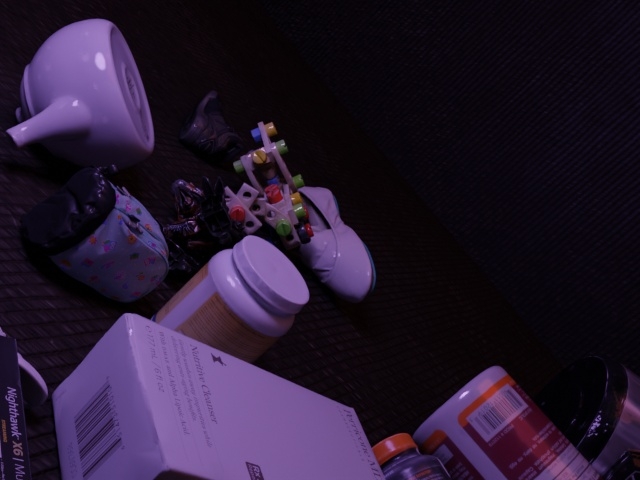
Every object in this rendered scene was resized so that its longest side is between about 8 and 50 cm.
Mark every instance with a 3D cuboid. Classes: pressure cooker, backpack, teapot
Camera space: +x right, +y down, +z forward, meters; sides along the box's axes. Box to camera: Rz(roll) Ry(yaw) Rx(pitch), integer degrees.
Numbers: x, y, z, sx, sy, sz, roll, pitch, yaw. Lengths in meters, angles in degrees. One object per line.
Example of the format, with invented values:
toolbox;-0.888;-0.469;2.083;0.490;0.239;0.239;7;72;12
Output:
pressure cooker;0.648;0.486;1.709;0.420;0.370;0.375;36;58;-3
backpack;-0.289;0.001;1.112;0.182;0.152;0.115;45;19;-49
teapot;-0.382;-0.216;1.290;0.256;0.187;0.252;71;4;-68

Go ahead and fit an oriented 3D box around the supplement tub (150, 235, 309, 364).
supplement tub;-0.127;0.103;1.131;0.144;0.199;0.144;41;19;-17

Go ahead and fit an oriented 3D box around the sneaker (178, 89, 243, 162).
sneaker;-0.235;-0.246;1.823;0.130;0.087;0.227;41;22;-23

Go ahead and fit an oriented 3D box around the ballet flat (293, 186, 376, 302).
ballet flat;0.000;0.000;1.800;0.139;0.139;0.400;35;17;-32

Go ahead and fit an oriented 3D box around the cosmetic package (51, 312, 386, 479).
cosmetic package;-0.095;0.262;0.940;0.385;0.156;0.217;29;23;-41

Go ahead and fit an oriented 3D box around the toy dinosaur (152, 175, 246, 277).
toy dinosaur;-0.165;0.008;1.357;0.322;0.164;0.218;32;-7;28

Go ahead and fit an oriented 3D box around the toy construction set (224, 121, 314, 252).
toy construction set;-0.107;-0.095;1.680;0.328;0.151;0.215;-73;143;-61

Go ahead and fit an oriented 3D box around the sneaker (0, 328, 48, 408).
sneaker;-0.343;0.114;0.861;0.152;0.054;0.061;43;16;-10

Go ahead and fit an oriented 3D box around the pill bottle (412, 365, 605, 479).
pill bottle;0.369;0.438;1.469;0.392;0.224;0.224;49;18;19

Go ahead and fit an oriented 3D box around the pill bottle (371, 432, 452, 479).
pill bottle;0.156;0.412;1.226;0.130;0.130;0.246;22;30;-52

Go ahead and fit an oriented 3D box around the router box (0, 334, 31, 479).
router box;-0.355;0.179;0.647;0.243;0.081;0.309;29;25;-42
